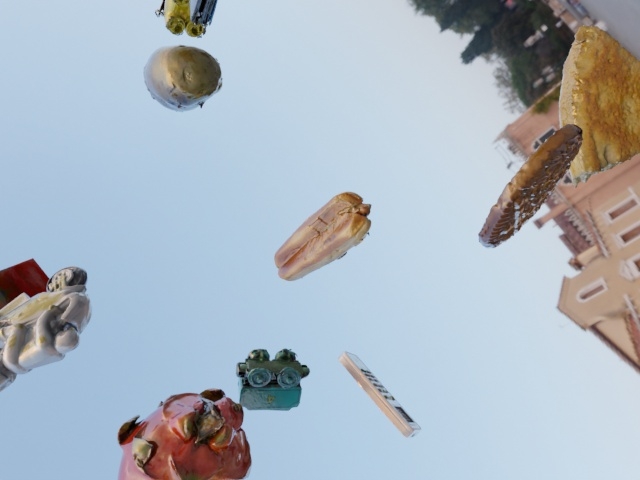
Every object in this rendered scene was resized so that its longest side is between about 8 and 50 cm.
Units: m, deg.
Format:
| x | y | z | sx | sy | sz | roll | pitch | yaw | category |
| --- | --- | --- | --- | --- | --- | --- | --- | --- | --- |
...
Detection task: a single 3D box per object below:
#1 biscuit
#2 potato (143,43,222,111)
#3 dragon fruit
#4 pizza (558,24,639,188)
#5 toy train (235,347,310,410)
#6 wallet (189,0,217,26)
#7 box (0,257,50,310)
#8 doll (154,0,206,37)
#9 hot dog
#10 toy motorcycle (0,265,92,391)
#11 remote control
| x | y | z | sx | sy | sz | roll | pitch | yaw | category |
| --- | --- | --- | --- | --- | --- | --- | --- | --- | --- |
| 0.274 | -0.063 | 0.623 | 0.027 | 0.188 | 0.187 | 41 | -151 | 25 | biscuit |
| -0.341 | -0.390 | 1.165 | 0.165 | 0.262 | 0.165 | -11 | -73 | -40 | potato |
| -0.291 | 0.446 | 1.076 | 0.305 | 0.305 | 0.226 | 7 | -85 | -45 | dragon fruit |
| 0.558 | -0.217 | 0.871 | 0.287 | 0.075 | 0.280 | 10 | -93 | -14 | pizza |
| -0.132 | 0.378 | 1.294 | 0.197 | 0.155 | 0.107 | 6 | -159 | -14 | toy train |
| -0.144 | -0.480 | 0.682 | 0.044 | 0.317 | 0.169 | -2 | -110 | -27 | wallet |
| -0.693 | 0.122 | 1.068 | 0.112 | 0.048 | 0.175 | 50 | -145 | 5 | box |
| -0.306 | -0.543 | 1.019 | 0.142 | 0.135 | 0.221 | -9 | -123 | -38 | doll |
| 0.000 | 0.000 | 0.957 | 0.072 | 0.269 | 0.109 | 12 | -129 | -44 | hot dog |
| -0.421 | 0.136 | 0.709 | 0.151 | 0.074 | 0.229 | 25 | -123 | 28 | toy motorcycle |
| 0.142 | 0.373 | 1.176 | 0.250 | 0.034 | 0.103 | 45 | -177 | 32 | remote control |
